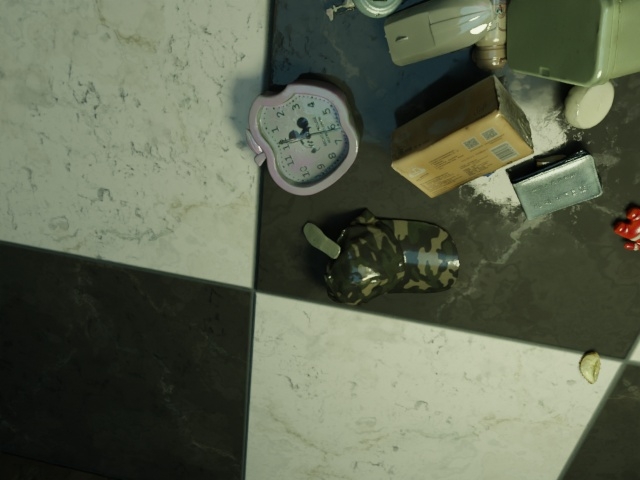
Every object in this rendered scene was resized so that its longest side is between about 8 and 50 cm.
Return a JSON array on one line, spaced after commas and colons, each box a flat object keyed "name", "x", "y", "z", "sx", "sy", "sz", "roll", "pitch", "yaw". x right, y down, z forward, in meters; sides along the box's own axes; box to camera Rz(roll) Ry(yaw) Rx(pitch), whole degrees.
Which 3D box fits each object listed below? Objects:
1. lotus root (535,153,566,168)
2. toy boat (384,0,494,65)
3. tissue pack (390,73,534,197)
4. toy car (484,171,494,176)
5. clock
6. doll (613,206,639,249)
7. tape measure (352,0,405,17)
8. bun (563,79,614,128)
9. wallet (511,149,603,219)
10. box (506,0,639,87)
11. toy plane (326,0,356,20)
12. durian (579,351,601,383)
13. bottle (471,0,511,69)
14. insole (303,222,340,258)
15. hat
[{"name": "lotus root", "x": 0.663, "y": -0.222, "z": 1.388, "sx": 0.083, "sy": 0.037, "sz": 0.030, "roll": -10, "pitch": 119, "yaw": 15}, {"name": "toy boat", "x": 0.300, "y": -0.536, "z": 1.218, "sx": 0.270, "sy": 0.141, "sz": 0.140, "roll": -8, "pitch": 117, "yaw": 28}, {"name": "tissue pack", "x": 0.363, "y": -0.291, "z": 1.279, "sx": 0.306, "sy": 0.238, "sz": 0.238, "roll": -24, "pitch": 112, "yaw": 38}, {"name": "toy car", "x": 0.469, "y": -0.287, "z": 1.368, "sx": 0.103, "sy": 0.063, "sz": 0.216, "roll": 11, "pitch": 117, "yaw": 27}, {"name": "clock", "x": -0.050, "y": -0.308, "z": 1.439, "sx": 0.339, "sy": 0.102, "sz": 0.338, "roll": 5, "pitch": 119, "yaw": 9}, {"name": "doll", "x": 0.994, "y": -0.008, "z": 1.422, "sx": 0.245, "sy": 0.076, "sz": 0.142, "roll": 29, "pitch": 120, "yaw": -1}, {"name": "tape measure", "x": 0.065, "y": -0.640, "z": 1.205, "sx": 0.330, "sy": 0.084, "sz": 0.164, "roll": -6, "pitch": 113, "yaw": -8}, {"name": "bun", "x": 0.692, "y": -0.368, "z": 1.277, "sx": 0.138, "sy": 0.094, "sz": 0.138, "roll": -15, "pitch": 123, "yaw": -24}, {"name": "wallet", "x": 0.684, "y": -0.155, "z": 1.396, "sx": 0.222, "sy": 0.036, "sz": 0.167, "roll": -23, "pitch": 127, "yaw": 22}, {"name": "box", "x": 0.644, "y": -0.472, "z": 1.039, "sx": 0.344, "sy": 0.352, "sz": 0.177, "roll": -14, "pitch": 116, "yaw": -3}, {"name": "toy plane", "x": 0.071, "y": -0.631, "z": 1.285, "sx": 0.121, "sy": 0.031, "sz": 0.049, "roll": -17, "pitch": 122, "yaw": 15}, {"name": "durian", "x": 0.932, "y": 0.436, "z": 1.675, "sx": 0.052, "sy": 0.066, "sz": 0.130, "roll": 0, "pitch": 108, "yaw": 10}, {"name": "bottle", "x": 0.431, "y": -0.544, "z": 1.226, "sx": 0.097, "sy": 0.110, "sz": 0.209, "roll": -19, "pitch": 119, "yaw": -27}, {"name": "insole", "x": 0.000, "y": 0.000, "z": 1.567, "sx": 0.010, "sy": 0.192, "sz": 0.063, "roll": 11, "pitch": 110, "yaw": -43}, {"name": "hat", "x": 0.232, "y": 0.099, "z": 1.555, "sx": 0.382, "sy": 0.257, "sz": 0.366, "roll": 10, "pitch": 123, "yaw": 27}]
